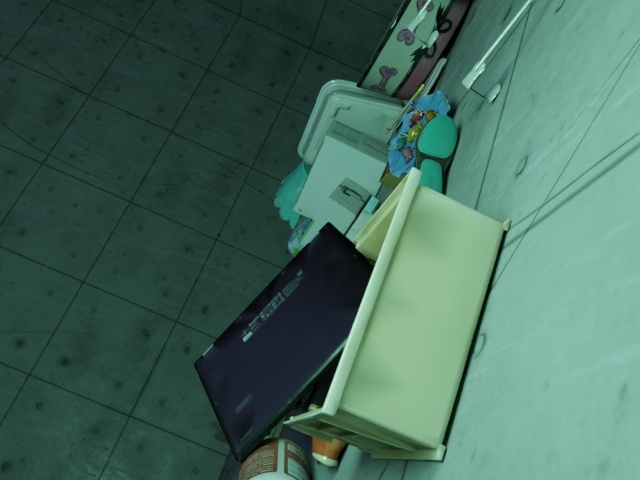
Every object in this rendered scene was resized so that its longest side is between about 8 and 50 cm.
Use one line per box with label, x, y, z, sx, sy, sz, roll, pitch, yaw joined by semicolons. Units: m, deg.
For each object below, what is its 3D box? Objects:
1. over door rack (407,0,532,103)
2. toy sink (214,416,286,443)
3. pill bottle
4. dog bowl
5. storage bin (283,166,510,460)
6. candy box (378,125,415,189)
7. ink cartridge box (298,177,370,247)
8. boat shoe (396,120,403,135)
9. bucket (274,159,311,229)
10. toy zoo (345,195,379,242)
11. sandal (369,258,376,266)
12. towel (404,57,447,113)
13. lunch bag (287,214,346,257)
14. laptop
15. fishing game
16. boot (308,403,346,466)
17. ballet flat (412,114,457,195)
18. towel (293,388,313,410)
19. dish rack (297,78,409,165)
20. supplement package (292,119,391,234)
over door rack;0.242;-0.403;0.919;0.324;0.108;0.240;-63;32;31
toy sink;-0.179;0.475;1.666;0.234;0.152;0.131;119;174;-60
pill bottle;-0.073;0.395;0.953;0.216;0.121;0.121;-121;55;-86
dog bowl;0.261;-0.565;1.707;0.408;0.150;0.408;-60;4;8
storage bin;0.075;0.101;0.716;0.260;0.123;0.262;125;168;-68
candy box;0.190;-0.184;1.367;0.186;0.053;0.109;144;150;-78
ink cartridge box;0.042;-0.062;1.697;0.160;0.092;0.219;-56;-1;24
boat shoe;0.215;-0.271;1.625;0.133;0.042;0.049;-76;12;-59
bucket;0.003;-0.153;2.133;0.183;0.281;0.281;-52;11;35
toy zoo;0.072;0.003;1.625;0.293;0.030;0.192;-57;-1;29
sandal;0.135;0.008;0.995;0.219;0.060;0.090;4;75;70
towel;0.277;-0.398;1.648;0.144;0.029;0.197;-63;5;5
lunch bag;0.000;0.000;1.948;0.090;0.176;0.219;-28;25;34
laptop;-0.024;0.184;1.218;0.382;0.236;0.408;-47;38;3
fishing game;0.183;-0.213;1.228;0.189;0.041;0.264;-49;26;33
boot;0.005;0.301;0.965;0.158;0.059;0.085;134;154;-76
ballet flat;0.179;-0.123;1.042;0.074;0.074;0.203;119;171;-54
towel;-0.004;0.246;1.534;0.312;0.056;0.324;120;171;-80
dish rack;0.101;-0.327;1.937;0.333;0.285;0.072;118;154;-47
supplement package;0.067;-0.180;1.846;0.145;0.204;0.262;-71;6;-59
